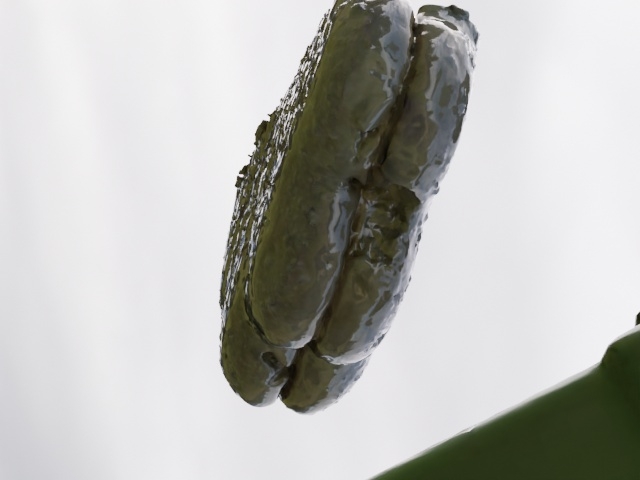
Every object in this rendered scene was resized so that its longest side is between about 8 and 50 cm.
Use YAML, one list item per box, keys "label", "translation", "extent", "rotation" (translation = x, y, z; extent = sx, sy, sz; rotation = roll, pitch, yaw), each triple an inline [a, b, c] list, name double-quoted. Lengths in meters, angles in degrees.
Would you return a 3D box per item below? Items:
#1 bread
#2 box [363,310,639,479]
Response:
- label: "bread"
  translation: [0.005, -0.001, 1.073]
  extent: [0.337, 0.102, 0.183]
  rotation: [119, -18, -63]
- label: "box"
  translation: [0.009, 0.158, 0.391]
  extent: [0.178, 0.328, 0.253]
  rotation: [61, -3, 19]
